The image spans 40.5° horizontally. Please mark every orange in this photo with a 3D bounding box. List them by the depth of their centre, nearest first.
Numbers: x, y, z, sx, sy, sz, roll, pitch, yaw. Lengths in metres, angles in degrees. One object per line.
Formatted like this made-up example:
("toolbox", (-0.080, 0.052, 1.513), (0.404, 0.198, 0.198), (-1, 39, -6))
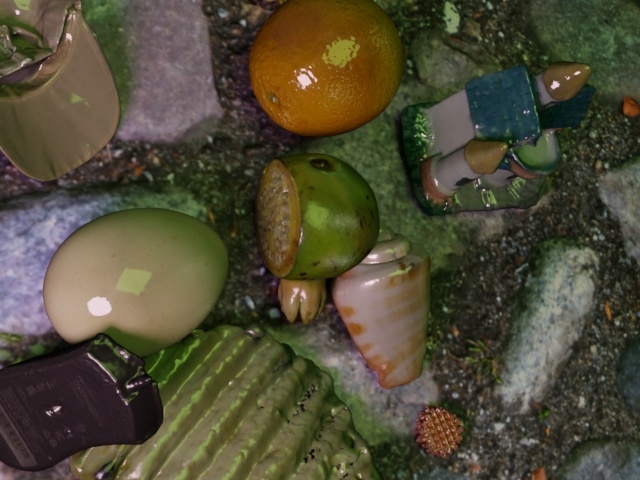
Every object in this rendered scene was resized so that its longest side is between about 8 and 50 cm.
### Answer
("orange", (0.010, -0.266, 1.300), (0.236, 0.236, 0.237), (6, 76, -25))

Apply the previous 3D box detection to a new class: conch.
("conch", (0.113, 0.092, 1.319), (0.158, 0.127, 0.255), (-19, 88, -29))

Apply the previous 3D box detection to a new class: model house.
("model house", (0.319, -0.173, 1.371), (0.267, 0.325, 0.194), (-6, 79, -27))

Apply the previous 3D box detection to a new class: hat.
("hat", (-0.405, -0.213, 1.167), (0.214, 0.149, 0.245), (-38, 133, -35))

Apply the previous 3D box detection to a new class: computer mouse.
("computer mouse", (-0.303, 0.190, 1.058), (0.147, 0.264, 0.088), (66, 24, -18))

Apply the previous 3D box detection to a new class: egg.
("egg", (-0.231, 0.050, 1.121), (0.253, 0.188, 0.189), (-25, 90, -36))

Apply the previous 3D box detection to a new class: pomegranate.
("pomegranate", (0.005, -0.006, 1.251), (0.159, 0.190, 0.241), (0, 78, -24))

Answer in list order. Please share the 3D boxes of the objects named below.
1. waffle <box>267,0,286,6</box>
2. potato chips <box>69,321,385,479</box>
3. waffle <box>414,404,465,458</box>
("waffle", (-0.007, -0.475, 1.424), (0.262, 0.060, 0.281), (-11, 80, -26))
("potato chips", (-0.112, 0.298, 1.179), (0.389, 0.097, 0.373), (-27, 81, -26))
("waffle", (0.185, 0.299, 1.364), (0.083, 0.029, 0.075), (32, 63, -14))
